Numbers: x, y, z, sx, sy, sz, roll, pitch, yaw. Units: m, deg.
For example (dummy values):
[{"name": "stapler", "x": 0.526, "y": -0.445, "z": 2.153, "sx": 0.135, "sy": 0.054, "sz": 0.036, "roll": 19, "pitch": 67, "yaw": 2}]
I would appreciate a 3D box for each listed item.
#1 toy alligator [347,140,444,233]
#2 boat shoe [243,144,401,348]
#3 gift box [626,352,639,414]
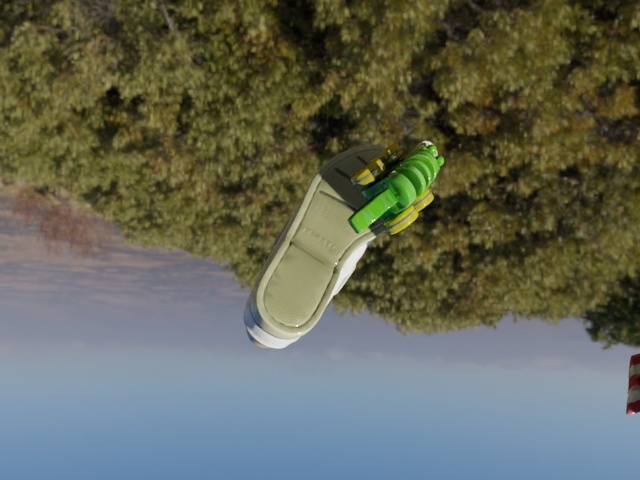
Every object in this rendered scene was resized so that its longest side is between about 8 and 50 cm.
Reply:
[{"name": "toy alligator", "x": 0.078, "y": -0.058, "z": 0.577, "sx": 0.051, "sy": 0.056, "sz": 0.189, "roll": -31, "pitch": -172, "yaw": 37}, {"name": "boat shoe", "x": 0.000, "y": 0.000, "z": 0.842, "sx": 0.113, "sy": 0.302, "sz": 0.103, "roll": 41, "pitch": 148, "yaw": -3}, {"name": "gift box", "x": 0.450, "y": 0.089, "z": 0.630, "sx": 0.255, "sy": 0.276, "sz": 0.258, "roll": 21, "pitch": 148, "yaw": 12}]
